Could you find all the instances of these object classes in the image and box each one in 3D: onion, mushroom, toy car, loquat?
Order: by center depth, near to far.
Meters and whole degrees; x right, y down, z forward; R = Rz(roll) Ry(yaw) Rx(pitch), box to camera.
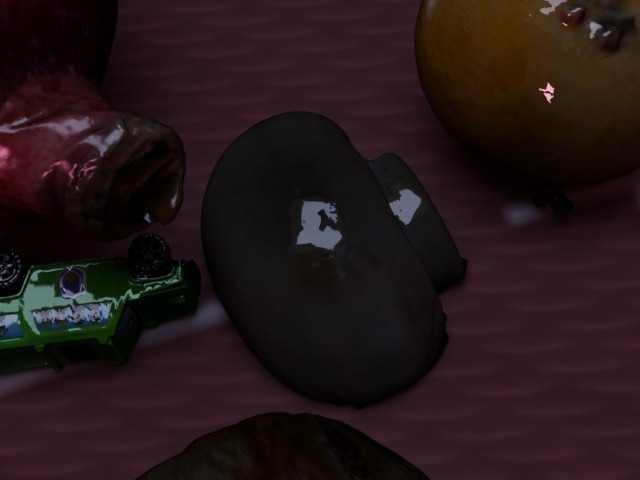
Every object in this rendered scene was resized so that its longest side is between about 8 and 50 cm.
[{"bbox_3d":[-0.229,-0.116,0.886,0.385,0.348,0.348,34,66,22],"label":"onion"},{"bbox_3d":[0.000,0.000,0.924,0.141,0.117,0.188,-31,63,-1],"label":"mushroom"},{"bbox_3d":[-0.152,0.041,0.931,0.165,0.071,0.062,-7,71,1],"label":"toy car"},{"bbox_3d":[0.140,-0.121,0.936,0.172,0.204,0.149,22,42,32],"label":"loquat"}]

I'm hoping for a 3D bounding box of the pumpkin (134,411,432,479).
[{"bbox_3d":[-0.046,0.210,0.763,0.312,0.148,0.169,-37,56,-13],"label":"pumpkin"}]
